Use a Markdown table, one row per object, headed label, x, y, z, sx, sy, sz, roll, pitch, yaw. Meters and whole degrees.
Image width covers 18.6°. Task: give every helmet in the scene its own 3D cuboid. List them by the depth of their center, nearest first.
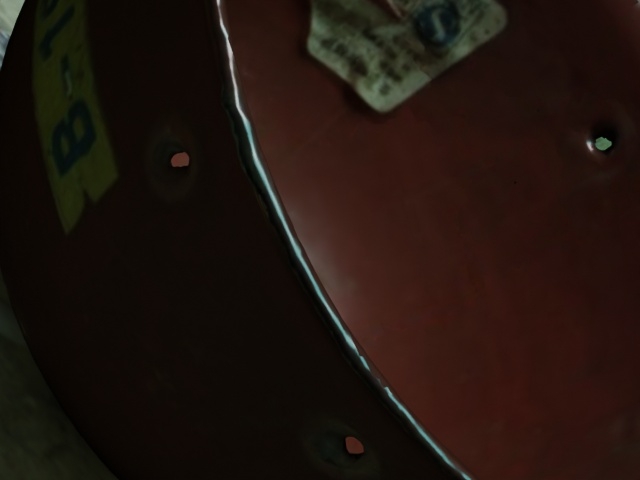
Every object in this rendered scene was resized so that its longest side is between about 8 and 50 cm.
| label | x | y | z | sx | sy | sz | roll | pitch | yaw |
| --- | --- | --- | --- | --- | --- | --- | --- | --- | --- |
| helmet | 0.000 | 0.000 | 0.757 | 0.337 | 0.230 | 0.385 | 25 | 46 | -43 |

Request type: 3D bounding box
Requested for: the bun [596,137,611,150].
| label | x | y | z | sx | sy | sz | roll | pitch | yaw |
| --- | --- | --- | --- | --- | --- | --- | --- | --- | --- |
| bun | 0.226 | 0.015 | 1.241 | 0.221 | 0.108 | 0.221 | 38 | 30 | -28 |
